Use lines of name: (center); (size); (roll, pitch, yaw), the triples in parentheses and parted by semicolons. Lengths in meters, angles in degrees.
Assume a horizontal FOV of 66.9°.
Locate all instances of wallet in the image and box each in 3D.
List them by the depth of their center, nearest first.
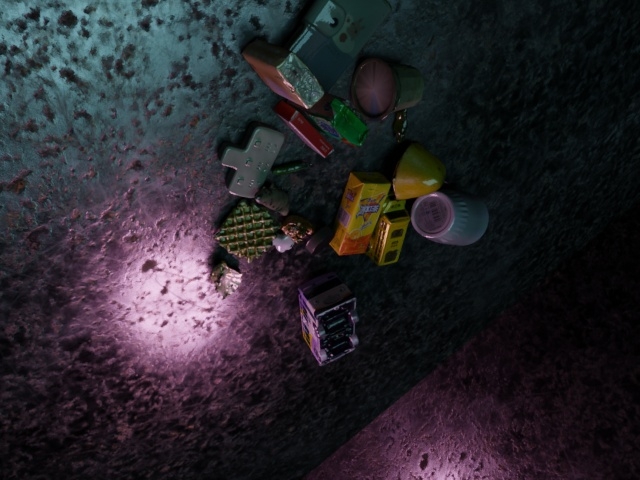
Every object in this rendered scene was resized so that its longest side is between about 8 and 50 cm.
wallet: (0.051, -0.657, 1.520); (0.360, 0.083, 0.252); (-51, 142, 11)

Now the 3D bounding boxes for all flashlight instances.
flashlight: (-0.193, -0.011, 1.927); (0.200, 0.047, 0.093); (17, 113, -39)

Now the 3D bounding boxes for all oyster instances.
oyster: (-0.384, 0.156, 1.929); (0.133, 0.072, 0.209); (-45, 157, -2)

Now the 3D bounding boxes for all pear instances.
pear: (0.423, -0.267, 1.973); (0.267, 0.178, 0.267); (-26, 126, -43)

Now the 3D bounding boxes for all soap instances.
soap: (0.027, -0.409, 1.580); (0.218, 0.273, 0.098); (30, 95, -46)

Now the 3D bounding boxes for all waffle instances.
waffle: (-0.264, -0.034, 1.815); (0.204, 0.054, 0.223); (35, 100, -19)

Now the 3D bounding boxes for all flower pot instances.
flower pot: (0.250, -0.535, 1.684); (0.202, 0.212, 0.212); (-20, 135, -33)

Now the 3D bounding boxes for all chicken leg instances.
chicken leg: (-0.065, -0.045, 1.950); (0.207, 0.101, 0.085); (9, 132, -50)

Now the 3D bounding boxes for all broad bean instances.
broad bean: (0.311, -0.473, 1.876); (0.061, 0.046, 0.195); (-19, 130, -4)

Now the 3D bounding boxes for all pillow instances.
pillow: (-0.165, -0.158, 1.790); (0.093, 0.051, 0.241); (-62, 153, 1)

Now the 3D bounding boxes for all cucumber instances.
cucumber: (-0.104, -0.266, 1.776); (0.155, 0.037, 0.037); (-16, 133, -21)

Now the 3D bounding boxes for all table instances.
table: (0.000, 0.000, 2.025); (0.133, 0.043, 0.133); (-40, 165, -13)

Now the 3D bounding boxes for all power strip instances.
power strip: (-0.254, -0.277, 1.648); (0.194, 0.059, 0.265); (9, 120, -39)

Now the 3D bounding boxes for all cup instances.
cup: (0.571, -0.107, 2.161); (0.371, 0.253, 0.253); (3, 124, -53)

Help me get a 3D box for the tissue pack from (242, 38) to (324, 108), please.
tissue pack: (-0.112, -0.498, 1.439); (0.090, 0.222, 0.186); (-51, 138, -2)

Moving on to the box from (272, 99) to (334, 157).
box: (-0.054, -0.376, 1.655); (0.050, 0.123, 0.229); (-49, 136, 4)

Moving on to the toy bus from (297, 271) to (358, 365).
toy bus: (0.032, 0.356, 2.242); (0.209, 0.249, 0.440); (-23, 141, -16)

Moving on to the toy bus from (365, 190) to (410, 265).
toy bus: (0.300, -0.055, 2.146); (0.144, 0.152, 0.330); (-11, 131, -25)

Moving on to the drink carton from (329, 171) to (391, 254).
drink carton: (0.161, -0.113, 2.035); (0.154, 0.111, 0.351); (-4, 126, -33)
